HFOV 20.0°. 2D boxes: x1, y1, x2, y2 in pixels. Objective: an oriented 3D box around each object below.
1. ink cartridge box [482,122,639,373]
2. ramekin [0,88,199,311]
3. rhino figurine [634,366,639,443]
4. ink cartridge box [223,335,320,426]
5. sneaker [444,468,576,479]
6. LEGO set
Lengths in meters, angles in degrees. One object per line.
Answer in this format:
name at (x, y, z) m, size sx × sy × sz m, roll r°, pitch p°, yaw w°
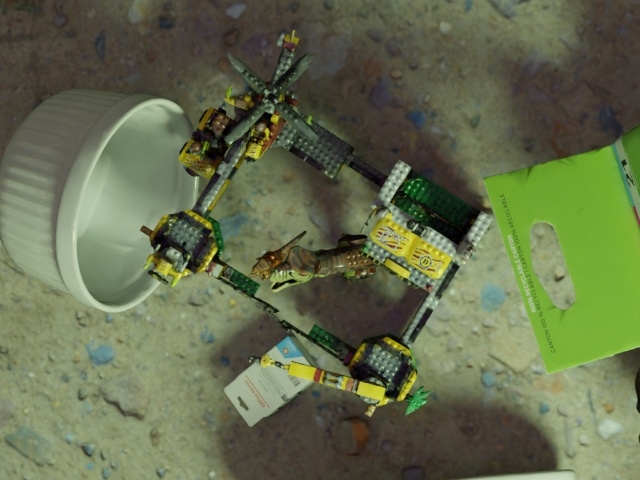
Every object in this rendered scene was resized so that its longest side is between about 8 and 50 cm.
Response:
ink cartridge box at (0.294, -0.009, 1.548) m, size 0.255 × 0.097 × 0.189 m, roll -15°, pitch 83°, yaw -16°
ramekin at (-0.213, -0.045, 1.693) m, size 0.109 × 0.207 × 0.207 m, roll 16°, pitch 92°, yaw 24°
rhino figurine at (0.391, 0.124, 1.584) m, size 0.243 × 0.073 × 0.106 m, roll -16°, pitch 74°, yaw 11°
ink cartridge box at (-0.045, 0.134, 1.726) m, size 0.083 × 0.028 × 0.048 m, roll -39°, pitch 78°, yaw 10°
sneaker at (0.092, 0.295, 1.641) m, size 0.295 × 0.104 × 0.147 m, roll -8°, pitch 80°, yaw 11°
LEGO set at (0.000, 0.000, 1.607) m, size 0.331 × 0.192 × 0.255 m, roll 40°, pitch 93°, yaw 3°
